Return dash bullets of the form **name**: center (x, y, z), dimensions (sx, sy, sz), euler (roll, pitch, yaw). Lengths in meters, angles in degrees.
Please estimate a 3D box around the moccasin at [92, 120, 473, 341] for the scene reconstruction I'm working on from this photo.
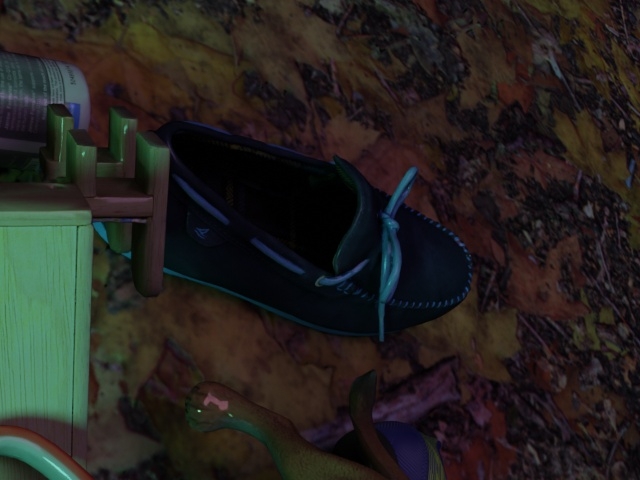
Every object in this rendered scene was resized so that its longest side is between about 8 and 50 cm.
- **moccasin**: center (0.000, 0.000, 0.705), dimensions (0.342, 0.117, 0.137), euler (10, 61, -35)

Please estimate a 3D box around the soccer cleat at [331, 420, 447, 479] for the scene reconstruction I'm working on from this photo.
- **soccer cleat**: center (0.078, 0.269, 0.644), dimensions (0.121, 0.093, 0.289), euler (10, 62, -43)

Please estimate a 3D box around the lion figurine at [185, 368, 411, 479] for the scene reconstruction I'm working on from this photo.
- **lion figurine**: center (-0.049, 0.184, 0.458), dimensions (0.392, 0.240, 0.142), euler (-26, 118, -31)

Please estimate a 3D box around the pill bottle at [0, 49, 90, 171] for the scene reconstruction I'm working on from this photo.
- **pill bottle**: center (-0.227, -0.088, 0.594), dimensions (0.137, 0.078, 0.078), euler (5, 65, -38)

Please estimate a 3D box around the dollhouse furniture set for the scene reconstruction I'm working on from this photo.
- **dollhouse furniture set**: center (-0.187, 0.027, 0.470), dimensions (0.212, 0.242, 0.160), euler (-1, 109, -23)

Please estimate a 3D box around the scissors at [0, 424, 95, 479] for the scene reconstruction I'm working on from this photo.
- **scissors**: center (-0.053, 0.193, 0.325), dimensions (0.297, 0.021, 0.109), euler (44, 47, 8)
